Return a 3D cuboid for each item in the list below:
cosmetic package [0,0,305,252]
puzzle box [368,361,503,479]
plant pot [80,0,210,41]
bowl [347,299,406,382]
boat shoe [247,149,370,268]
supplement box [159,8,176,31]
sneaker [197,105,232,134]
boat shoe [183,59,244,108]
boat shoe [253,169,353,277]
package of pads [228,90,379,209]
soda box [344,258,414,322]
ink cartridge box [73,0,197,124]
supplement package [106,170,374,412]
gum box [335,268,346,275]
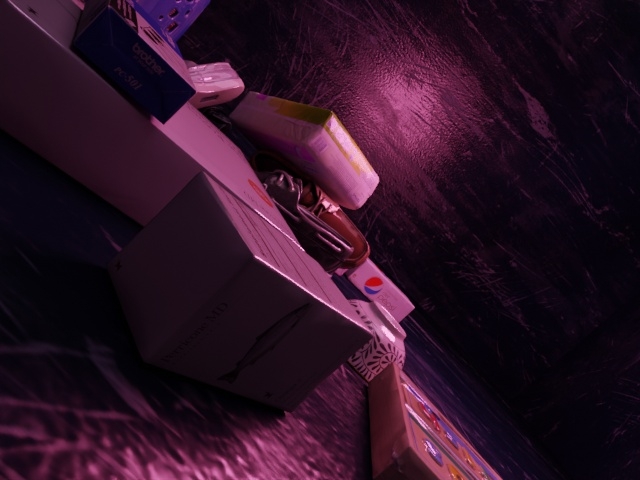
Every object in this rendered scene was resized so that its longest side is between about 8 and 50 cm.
[{"bbox_3d":[-0.205,-0.127,0.640,0.377,0.097,0.284,42,11,-40],"label":"cosmetic package"},{"bbox_3d":[0.211,0.342,0.672,0.409,0.052,0.272,47,7,-2],"label":"puzzle box"},{"bbox_3d":[-0.419,-0.548,1.244,0.236,0.236,0.212,47,12,-1],"label":"plant pot"},{"bbox_3d":[0.080,0.146,0.890,0.170,0.080,0.170,47,6,-6],"label":"bowl"},{"bbox_3d":[-0.034,-0.064,1.175,0.324,0.123,0.116,38,-17,6],"label":"boat shoe"},{"bbox_3d":[-0.414,-0.599,1.509,0.073,0.239,0.130,41,9,-45],"label":"supplement box"},{"bbox_3d":[-0.274,-0.282,1.171,0.163,0.086,0.226,49,6,31],"label":"sneaker"},{"bbox_3d":[-0.251,-0.303,1.102,0.227,0.079,0.081,-23,81,-45],"label":"boat shoe"},{"bbox_3d":[-0.078,-0.064,0.963,0.335,0.119,0.121,44,7,-25],"label":"boat shoe"},{"bbox_3d":[-0.035,-0.193,1.231,0.296,0.101,0.229,28,-14,46],"label":"package of pads"},{"bbox_3d":[0.155,0.127,1.540,0.216,0.074,0.069,44,7,-26],"label":"soda box"},{"bbox_3d":[-0.181,-0.192,0.557,0.097,0.046,0.207,43,8,-34],"label":"ink cartridge box"},{"bbox_3d":[-0.057,0.050,0.456,0.179,0.105,0.105,39,10,-50],"label":"supplement package"},{"bbox_3d":[0.000,0.000,1.346,0.107,0.062,0.188,51,7,35],"label":"gum box"}]
